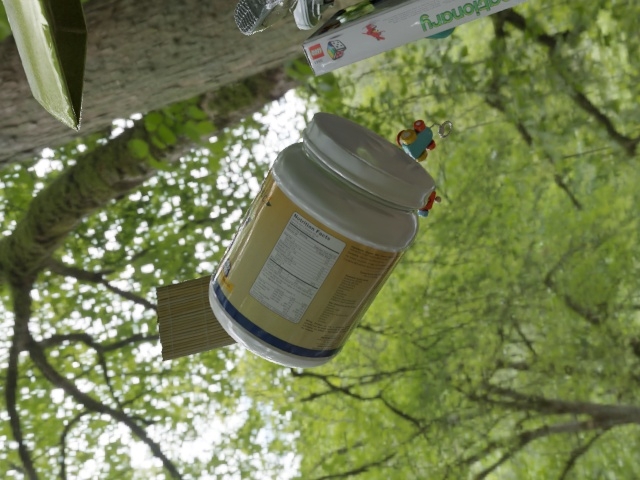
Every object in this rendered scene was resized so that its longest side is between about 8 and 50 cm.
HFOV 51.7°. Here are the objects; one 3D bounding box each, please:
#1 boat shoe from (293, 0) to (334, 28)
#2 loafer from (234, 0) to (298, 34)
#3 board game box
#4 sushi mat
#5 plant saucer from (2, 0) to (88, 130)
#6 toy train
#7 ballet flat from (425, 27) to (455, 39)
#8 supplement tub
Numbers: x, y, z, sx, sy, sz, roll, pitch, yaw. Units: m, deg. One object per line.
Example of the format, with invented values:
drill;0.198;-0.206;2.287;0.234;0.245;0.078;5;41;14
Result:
boat shoe;-0.014;-0.639;1.723;0.335;0.119;0.121;-7;-87;-85
loafer;-0.085;-0.522;1.373;0.087;0.251;0.094;-25;-90;-43
board game box;0.142;-0.319;0.894;0.053;0.305;0.193;65;-152;-23
sushi mat;-0.157;0.121;1.245;0.019;0.317;0.151;73;-177;-66
plant saucer;-0.293;-0.246;0.707;0.188;0.045;0.188;98;165;-51
toy train;0.158;-0.122;1.092;0.125;0.046;0.166;-6;-66;-40
ballet flat;0.193;-0.553;1.587;0.342;0.116;0.124;-14;-126;-42
supplement tub;0.000;0.000;0.951;0.228;0.316;0.228;27;-158;-11
